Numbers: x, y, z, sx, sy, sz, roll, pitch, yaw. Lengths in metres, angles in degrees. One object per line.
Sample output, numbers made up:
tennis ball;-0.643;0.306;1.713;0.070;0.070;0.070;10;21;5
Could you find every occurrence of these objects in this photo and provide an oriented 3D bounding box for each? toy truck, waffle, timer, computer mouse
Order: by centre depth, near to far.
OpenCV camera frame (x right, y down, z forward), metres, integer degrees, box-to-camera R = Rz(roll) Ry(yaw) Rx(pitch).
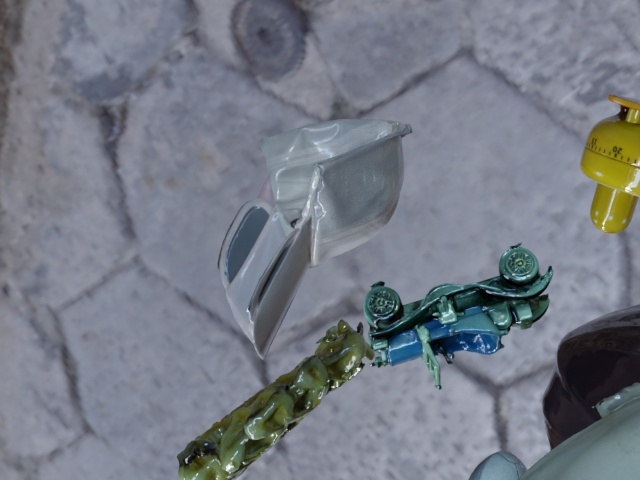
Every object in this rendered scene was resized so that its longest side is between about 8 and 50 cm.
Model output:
timer;0.250;-0.049;1.088;0.107;0.107;0.109;21;103;31
toy truck;0.111;0.066;1.109;0.080;0.154;0.078;78;176;-63
waffle;-0.054;0.208;1.758;0.073;0.297;0.317;50;176;3
computer mouse;0.215;0.379;1.779;0.068;0.113;0.229;6;79;59

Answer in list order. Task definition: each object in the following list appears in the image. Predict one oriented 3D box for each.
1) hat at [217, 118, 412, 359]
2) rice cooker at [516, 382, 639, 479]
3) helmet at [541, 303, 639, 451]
hat;0.000;0.000;1.320;0.219;0.164;0.226;-134;46;-72
rice cooker;0.227;0.211;0.798;0.244;0.226;0.226;62;145;32
helmet;0.349;0.144;1.349;0.305;0.225;0.177;-14;99;28
